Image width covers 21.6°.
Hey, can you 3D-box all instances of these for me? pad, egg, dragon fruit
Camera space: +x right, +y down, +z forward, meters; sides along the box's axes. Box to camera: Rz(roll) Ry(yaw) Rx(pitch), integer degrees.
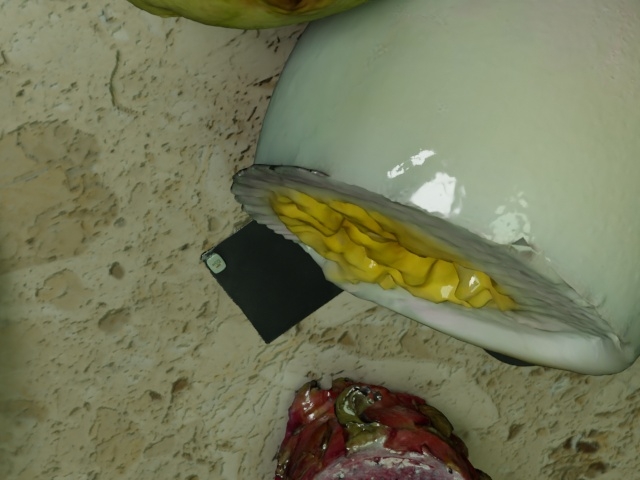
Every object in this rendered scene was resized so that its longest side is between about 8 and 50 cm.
[{"bbox_3d":[0.000,0.000,1.501,0.193,0.004,0.116,-35,119,0],"label":"pad"},{"bbox_3d":[0.152,-0.112,1.321,0.354,0.354,0.340,33,75,-27],"label":"egg"},{"bbox_3d":[0.054,0.228,1.556,0.211,0.147,0.282,-12,114,-1],"label":"dragon fruit"}]

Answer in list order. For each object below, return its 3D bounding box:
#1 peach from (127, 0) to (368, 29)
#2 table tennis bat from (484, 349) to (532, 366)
[{"bbox_3d":[-0.032,-0.301,1.174,0.281,0.315,0.314,5,114,-19],"label":"peach"},{"bbox_3d":[0.262,0.020,1.581,0.274,0.021,0.154,-30,119,1],"label":"table tennis bat"}]
